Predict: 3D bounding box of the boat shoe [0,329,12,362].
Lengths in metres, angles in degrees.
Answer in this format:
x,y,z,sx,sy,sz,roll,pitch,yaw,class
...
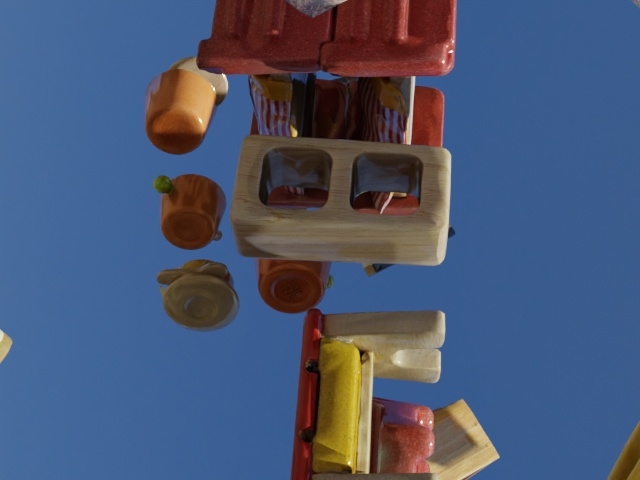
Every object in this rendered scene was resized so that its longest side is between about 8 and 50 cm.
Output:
x,y,z,sx,sy,sz,roll,pitch,yaw,class
-0.230,0.073,0.561,0.152,0.056,0.049,-29,-72,10,boat shoe

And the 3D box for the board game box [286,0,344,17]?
x,y,z,sx,sy,sz,roll,pitch,yaw,class
0.045,-0.281,0.444,0.232,0.141,0.291,-18,-125,42,board game box

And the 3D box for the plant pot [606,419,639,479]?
x,y,z,sx,sy,sz,roll,pitch,yaw,class
0.475,0.296,1.275,0.239,0.254,0.254,29,-76,14,plant pot

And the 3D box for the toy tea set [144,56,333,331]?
x,y,z,sx,sy,sz,roll,pitch,yaw,class
-0.088,-0.053,1.190,0.200,0.124,0.336,-2,-51,2,toy tea set

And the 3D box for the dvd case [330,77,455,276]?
x,y,z,sx,sy,sz,roll,pitch,yaw,class
0.054,-0.081,1.235,0.018,0.164,0.221,-32,-96,42,dvd case

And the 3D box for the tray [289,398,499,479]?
x,y,z,sx,sy,sz,roll,pitch,yaw,class
-0.043,0.274,0.979,0.076,0.411,0.203,59,-43,17,tray

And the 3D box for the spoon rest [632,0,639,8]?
x,y,z,sx,sy,sz,roll,pitch,yaw,class
0.179,-0.125,0.486,0.137,0.084,0.276,-23,-129,38,spoon rest

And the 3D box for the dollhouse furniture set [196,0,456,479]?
x,y,z,sx,sy,sz,roll,pitch,yaw,class
0.000,0.000,0.684,0.152,0.201,0.374,3,-117,5,dollhouse furniture set
